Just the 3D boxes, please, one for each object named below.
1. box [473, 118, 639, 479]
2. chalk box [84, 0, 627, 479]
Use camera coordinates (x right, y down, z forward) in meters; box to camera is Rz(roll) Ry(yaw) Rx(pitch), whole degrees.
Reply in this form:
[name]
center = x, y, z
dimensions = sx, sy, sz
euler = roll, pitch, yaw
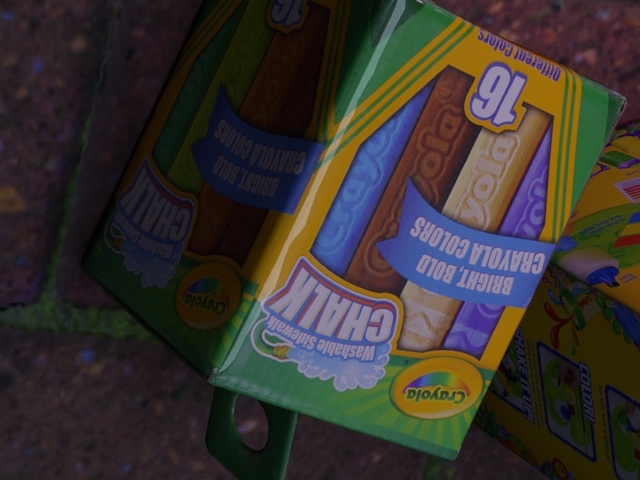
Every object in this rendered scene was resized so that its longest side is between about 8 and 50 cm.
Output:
[box]
center = 0.278, 0.044, 1.172
dimensions = 0.290, 0.279, 0.177
euler = -21, 118, -22
[chalk box]
center = 0.000, 0.000, 1.047
dimensions = 0.179, 0.180, 0.289
euler = 23, 95, -36
